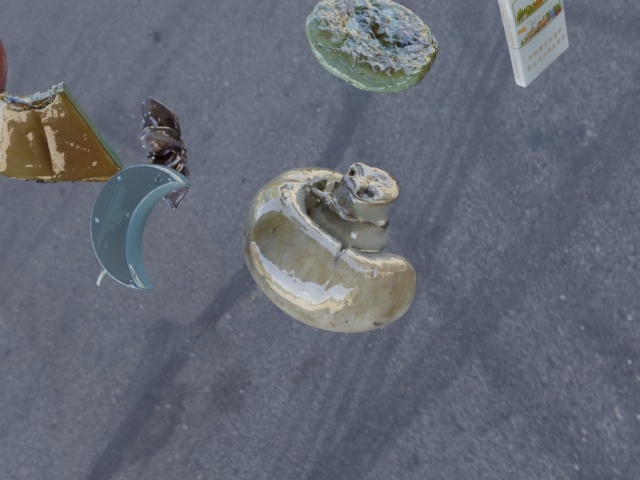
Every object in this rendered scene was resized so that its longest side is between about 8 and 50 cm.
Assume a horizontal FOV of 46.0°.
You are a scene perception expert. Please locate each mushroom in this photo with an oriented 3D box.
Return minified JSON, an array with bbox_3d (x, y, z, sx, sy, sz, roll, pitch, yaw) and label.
[{"bbox_3d":[0.000,0.000,0.973,0.253,0.189,0.195,53,133,31],"label":"mushroom"}]

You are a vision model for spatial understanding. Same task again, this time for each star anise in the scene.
[{"bbox_3d":[-0.324,-0.174,1.569,0.093,0.236,0.229,-10,84,-6],"label":"star anise"}]

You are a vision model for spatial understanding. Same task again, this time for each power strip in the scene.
[{"bbox_3d":[-0.280,-0.018,1.122,0.137,0.044,0.215,28,101,19],"label":"power strip"}]

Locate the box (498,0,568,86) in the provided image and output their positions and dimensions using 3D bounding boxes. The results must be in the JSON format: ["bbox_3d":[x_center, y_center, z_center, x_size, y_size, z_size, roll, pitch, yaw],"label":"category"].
[{"bbox_3d":[0.351,-0.374,1.242,0.122,0.220,0.032,-42,47,-13],"label":"box"}]

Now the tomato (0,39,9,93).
[{"bbox_3d":[-0.463,-0.237,0.858,0.225,0.225,0.084,25,105,34],"label":"tomato"}]

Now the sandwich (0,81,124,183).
[{"bbox_3d":[-0.499,-0.208,1.473,0.245,0.212,0.063,0,43,-22],"label":"sandwich"}]

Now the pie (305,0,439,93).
[{"bbox_3d":[0.092,-0.344,1.298,0.241,0.054,0.240,8,54,-12],"label":"pie"}]
